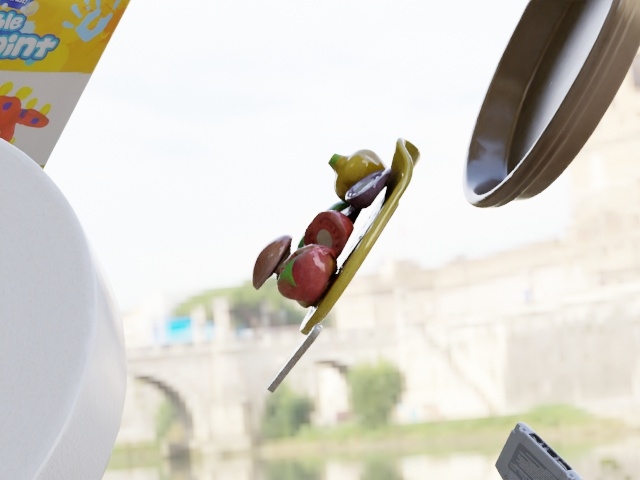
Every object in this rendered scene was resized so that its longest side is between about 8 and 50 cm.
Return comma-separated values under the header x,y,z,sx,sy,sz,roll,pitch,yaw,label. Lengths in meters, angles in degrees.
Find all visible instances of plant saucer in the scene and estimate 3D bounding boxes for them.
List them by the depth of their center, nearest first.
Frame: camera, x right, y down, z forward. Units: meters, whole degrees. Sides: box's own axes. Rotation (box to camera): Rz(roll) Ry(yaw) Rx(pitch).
x,y,z,sx,sy,sz,roll,pitch,yaw,label
0.190,-0.146,1.461,0.041,0.278,0.278,25,-12,-10,plant saucer

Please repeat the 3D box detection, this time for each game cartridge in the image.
x,y,z,sx,sy,sz,roll,pitch,yaw,label
0.185,0.202,1.620,0.017,0.056,0.083,3,32,-43,game cartridge

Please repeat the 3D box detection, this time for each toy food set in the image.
x,y,z,sx,sy,sz,roll,pitch,yaw,label
0.000,0.000,1.493,0.071,0.218,0.128,33,-25,-2,toy food set

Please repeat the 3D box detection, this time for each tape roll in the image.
x,y,z,sx,sy,sz,roll,pitch,yaw,label
-0.309,0.091,1.135,0.392,0.392,0.072,-6,-37,10,tape roll

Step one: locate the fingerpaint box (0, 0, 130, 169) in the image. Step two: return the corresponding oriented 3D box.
x,y,z,sx,sy,sz,roll,pitch,yaw,label
-0.440,-0.150,1.745,0.445,0.163,0.371,-8,-41,-47,fingerpaint box
